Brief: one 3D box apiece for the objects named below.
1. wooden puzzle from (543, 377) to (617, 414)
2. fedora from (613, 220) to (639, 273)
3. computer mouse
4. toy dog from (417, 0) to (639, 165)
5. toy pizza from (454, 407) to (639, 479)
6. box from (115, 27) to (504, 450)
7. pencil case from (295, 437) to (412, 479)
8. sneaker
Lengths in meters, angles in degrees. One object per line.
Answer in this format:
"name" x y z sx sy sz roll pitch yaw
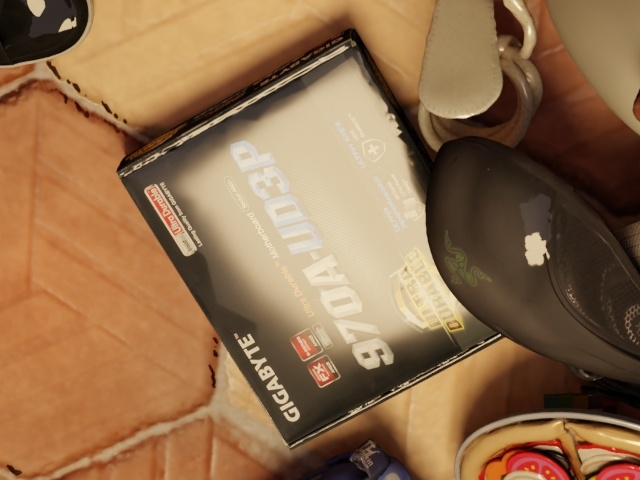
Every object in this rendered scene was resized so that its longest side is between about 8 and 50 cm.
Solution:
"wooden puzzle" 0.175 0.126 1.254 0.049 0.006 0.083 -3 106 2
"fedora" 0.296 0.035 1.127 0.243 0.275 0.124 34 76 12
"computer mouse" 0.150 0.046 1.098 0.272 0.188 0.072 44 75 -31
"toy dog" 0.132 -0.126 1.023 0.333 0.161 0.220 10 108 40
"toy pizza" 0.181 0.176 1.196 0.201 0.032 0.201 14 145 10
"box" 0.000 0.000 1.198 0.175 0.051 0.220 -28 104 9
"pencil case" 0.071 0.273 1.243 0.133 0.119 0.306 -43 104 -33
"sneaker" -0.251 -0.140 1.127 0.217 0.121 0.079 10 107 -2
